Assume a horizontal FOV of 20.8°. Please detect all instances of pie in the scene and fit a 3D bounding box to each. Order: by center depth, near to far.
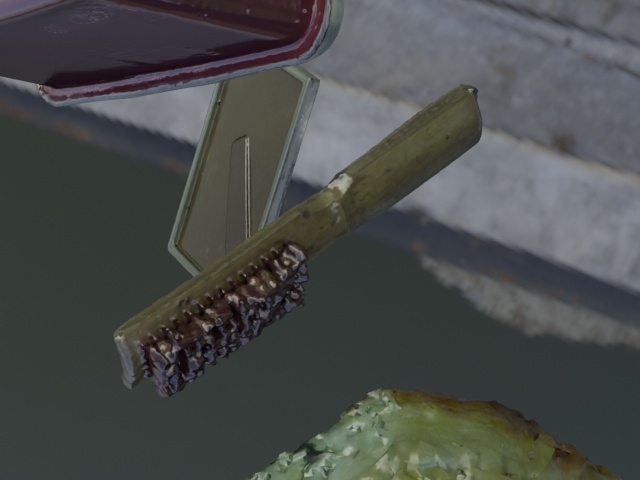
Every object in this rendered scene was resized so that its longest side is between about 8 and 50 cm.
[{"bbox_3d":[0.048,0.242,1.066,0.354,0.103,0.288,-34,119,3],"label":"pie"}]

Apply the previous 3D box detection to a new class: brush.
[{"bbox_3d":[0.000,0.000,0.903,0.036,0.248,0.043,39,151,30],"label":"brush"}]

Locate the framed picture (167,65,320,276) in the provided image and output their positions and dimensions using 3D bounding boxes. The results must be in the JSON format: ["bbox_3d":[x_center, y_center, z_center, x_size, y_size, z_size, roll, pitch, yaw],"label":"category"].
[{"bbox_3d":[-0.065,-0.057,1.413,0.015,0.150,0.203,9,106,-30],"label":"framed picture"}]

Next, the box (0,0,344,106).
[{"bbox_3d":[-0.135,-0.184,0.977,0.294,0.167,0.193,-4,86,47],"label":"box"}]
